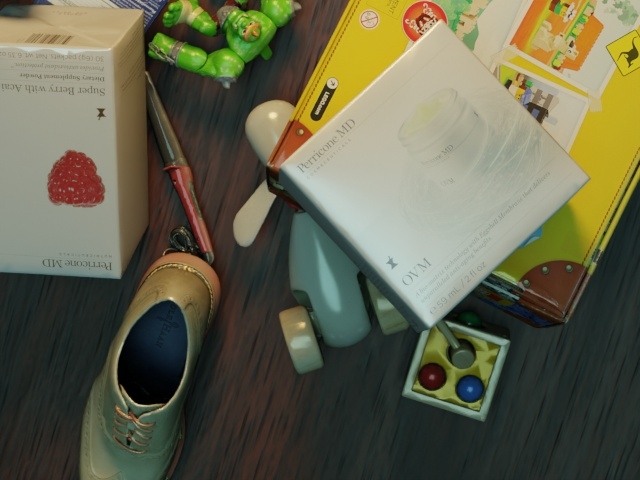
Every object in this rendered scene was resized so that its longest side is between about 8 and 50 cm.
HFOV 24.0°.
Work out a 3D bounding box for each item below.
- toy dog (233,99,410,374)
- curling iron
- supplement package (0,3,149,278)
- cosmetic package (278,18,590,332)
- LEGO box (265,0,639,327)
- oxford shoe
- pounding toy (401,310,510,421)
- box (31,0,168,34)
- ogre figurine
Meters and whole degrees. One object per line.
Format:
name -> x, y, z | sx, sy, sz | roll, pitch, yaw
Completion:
toy dog -> 0.000, 0.000, 1.875 | 0.220, 0.161, 0.334 | 1, 85, -2
curling iron -> -0.194, -0.082, 1.926 | 0.068, 0.035, 0.274 | -12, 97, 8
supplement package -> -0.312, -0.122, 1.829 | 0.177, 0.175, 0.293 | 3, 114, 5
cosmetic package -> 0.111, -0.062, 1.542 | 0.224, 0.138, 0.225 | -43, 86, -5
LEGO box -> 0.211, -0.205, 1.721 | 0.372, 0.193, 0.500 | 27, 85, 0
oxford shoe -> -0.239, 0.212, 1.911 | 0.140, 0.146, 0.397 | 16, 107, 2
pounding toy -> 0.165, 0.139, 1.888 | 0.130, 0.100, 0.141 | 17, 100, 3
box -> -0.297, -0.267, 1.880 | 0.136, 0.036, 0.225 | 35, 114, -12
ogre figurine -> -0.108, -0.276, 1.862 | 0.118, 0.097, 0.197 | 41, 68, 11
